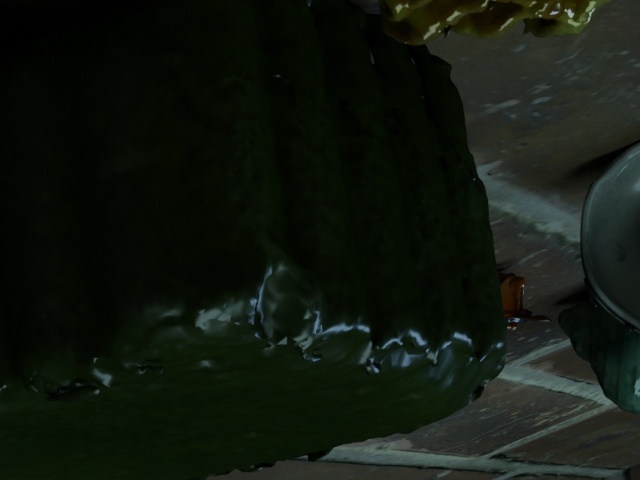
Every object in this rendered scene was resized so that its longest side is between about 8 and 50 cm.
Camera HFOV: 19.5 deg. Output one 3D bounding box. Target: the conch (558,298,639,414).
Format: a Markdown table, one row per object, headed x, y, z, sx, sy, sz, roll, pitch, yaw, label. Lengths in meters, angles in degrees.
| x | y | z | sx | sy | sz | roll | pitch | yaw | label |
| --- | --- | --- | --- | --- | --- | --- | --- | --- | --- |
| 0.338 | 0.087 | 1.822 | 0.188 | 0.122 | 0.176 | -17 | 143 | -11 | conch |

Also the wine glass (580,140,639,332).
| x | y | z | sx | sy | sz | roll | pitch | yaw | label |
| --- | --- | --- | --- | --- | --- | --- | --- | --- | --- |
| 0.305 | -0.002 | 1.466 | 0.165 | 0.165 | 0.196 | -26 | 170 | 23 | wine glass |

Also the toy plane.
| x | y | z | sx | sy | sz | roll | pitch | yaw | label |
| --- | --- | --- | --- | --- | --- | --- | --- | --- | --- |
| 0.102 | 0.071 | 1.620 | 0.188 | 0.062 | 0.135 | -11 | -172 | -15 | toy plane |

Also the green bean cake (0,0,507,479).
| x | y | z | sx | sy | sz | roll | pitch | yaw | label |
| --- | --- | --- | --- | --- | --- | --- | --- | --- | --- |
| -0.101 | 0.007 | 0.985 | 0.319 | 0.218 | 0.335 | -19 | 159 | 28 | green bean cake |

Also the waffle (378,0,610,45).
| x | y | z | sx | sy | sz | roll | pitch | yaw | label |
| --- | --- | --- | --- | --- | --- | --- | --- | --- | --- |
| 0.147 | -0.181 | 0.870 | 0.309 | 0.065 | 0.283 | -11 | 160 | -14 | waffle |
